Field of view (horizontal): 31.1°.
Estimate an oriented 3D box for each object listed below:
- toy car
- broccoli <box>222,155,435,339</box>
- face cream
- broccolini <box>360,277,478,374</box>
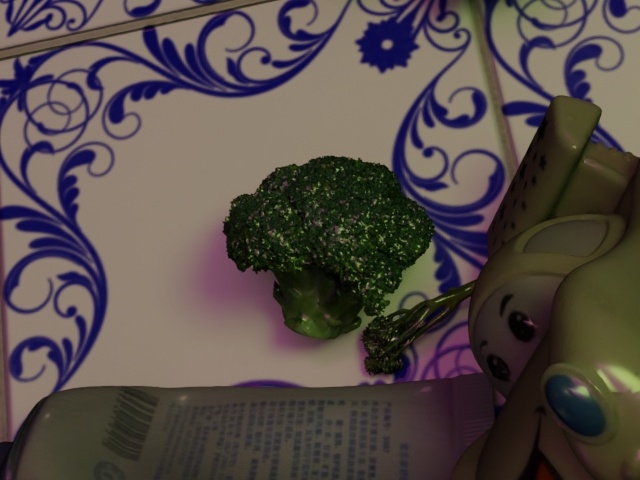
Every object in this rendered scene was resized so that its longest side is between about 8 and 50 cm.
[{"bbox_3d":[0.190,0.069,0.818,0.226,0.242,0.336,31,43,11],"label":"toy car"},{"bbox_3d":[0.000,0.000,0.981,0.195,0.195,0.156,26,113,17],"label":"broccoli"},{"bbox_3d":[-0.069,0.188,0.924,0.420,0.137,0.235,-3,33,9],"label":"face cream"},{"bbox_3d":[0.119,0.056,0.997,0.194,0.052,0.054,-26,71,-1],"label":"broccolini"}]
